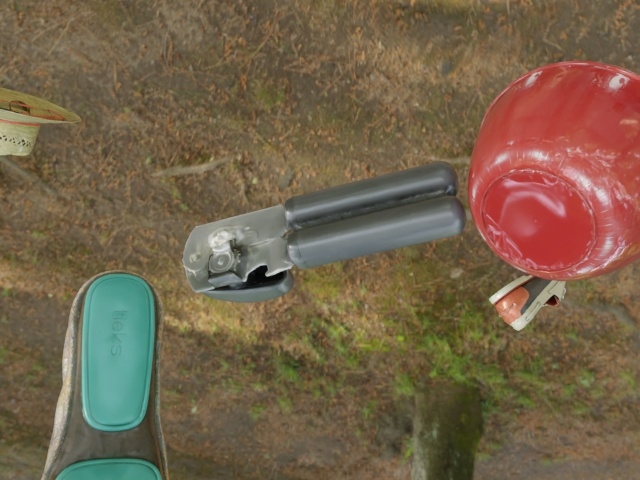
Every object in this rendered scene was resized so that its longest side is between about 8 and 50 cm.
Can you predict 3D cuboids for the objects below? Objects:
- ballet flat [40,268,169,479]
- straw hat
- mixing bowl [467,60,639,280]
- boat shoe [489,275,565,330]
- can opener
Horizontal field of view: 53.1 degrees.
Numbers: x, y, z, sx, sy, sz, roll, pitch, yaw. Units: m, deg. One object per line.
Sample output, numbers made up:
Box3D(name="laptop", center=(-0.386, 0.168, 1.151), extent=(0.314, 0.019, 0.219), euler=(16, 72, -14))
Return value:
Box3D(name="ballet flat", center=(-0.184, 0.184, 0.551), extent=(0.108, 0.315, 0.106), euler=(13, 153, -21))
Box3D(name="straw hat", center=(-0.333, -0.120, 0.675), extent=(0.145, 0.144, 0.061), euler=(15, 105, -11))
Box3D(name="mixing bowl", center=(0.186, -0.037, 0.499), extent=(0.182, 0.098, 0.181), euler=(24, 133, 28))
Box3D(name="boat shoe", center=(0.231, 0.053, 0.672), extent=(0.137, 0.043, 0.049), euler=(-20, 155, -40))
Box3D(name="can opener", center=(0.000, 0.000, 0.631), extent=(0.284, 0.075, 0.095), euler=(-13, 149, 13))
